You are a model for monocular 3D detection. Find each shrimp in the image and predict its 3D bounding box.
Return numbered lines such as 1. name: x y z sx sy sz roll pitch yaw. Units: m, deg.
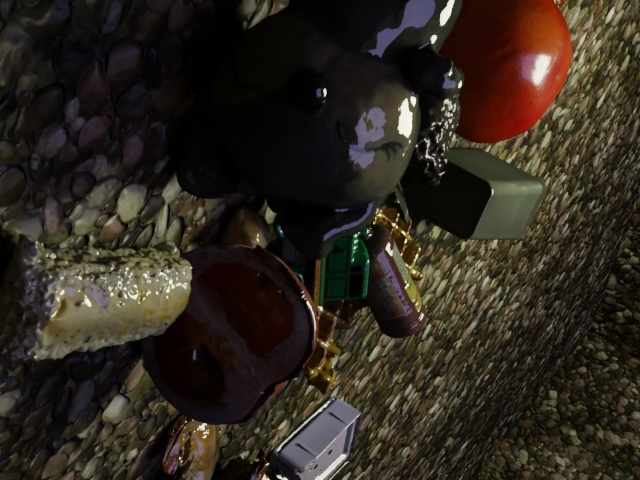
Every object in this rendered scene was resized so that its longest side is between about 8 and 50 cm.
1. shrimp: -0.212 0.358 1.370 0.117 0.066 0.262 21 85 -51

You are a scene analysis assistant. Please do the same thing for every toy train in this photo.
1. toy train: 0.000 0.000 1.233 0.091 0.136 0.227 -108 -159 -61

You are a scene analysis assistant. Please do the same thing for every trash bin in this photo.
1. trash bin: 0.261 -0.078 1.647 0.240 0.164 0.122 -6 123 -60

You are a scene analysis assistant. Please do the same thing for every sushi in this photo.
1. sushi: -0.104 0.459 1.580 0.140 0.149 0.287 -48 148 -31

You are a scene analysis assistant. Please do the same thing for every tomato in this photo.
1. tomato: -0.102 0.097 1.148 0.228 0.199 0.112 -40 179 19
2. tomato: 0.273 -0.270 1.437 0.260 0.180 0.259 -45 151 -34

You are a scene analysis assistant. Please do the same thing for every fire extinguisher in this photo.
1. fire extinguisher: 0.068 0.040 1.347 0.106 0.075 0.252 -50 132 -27

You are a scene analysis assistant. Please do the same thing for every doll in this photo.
1. doll: 0.042 -0.164 1.047 0.382 0.252 0.379 -58 156 12

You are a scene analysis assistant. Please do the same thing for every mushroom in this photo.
1. mushroom: -0.115 0.052 1.220 0.059 0.054 0.202 -21 140 -56

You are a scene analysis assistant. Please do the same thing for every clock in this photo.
1. clock: -0.012 0.394 1.772 0.193 0.073 0.144 -36 147 -41

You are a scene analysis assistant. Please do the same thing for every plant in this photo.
1. plant: 0.110 -0.131 1.347 0.131 0.142 0.203 48 62 -73

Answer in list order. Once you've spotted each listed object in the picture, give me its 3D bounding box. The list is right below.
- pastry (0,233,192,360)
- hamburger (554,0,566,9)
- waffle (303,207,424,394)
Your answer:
1. pastry: -0.223 0.058 0.983 0.121 0.089 0.258 -53 155 17
2. hamburger: 0.369 -0.417 1.566 0.126 0.081 0.141 -25 140 -51
3. waffle: 0.039 0.056 1.427 0.293 0.069 0.259 -37 125 -38
